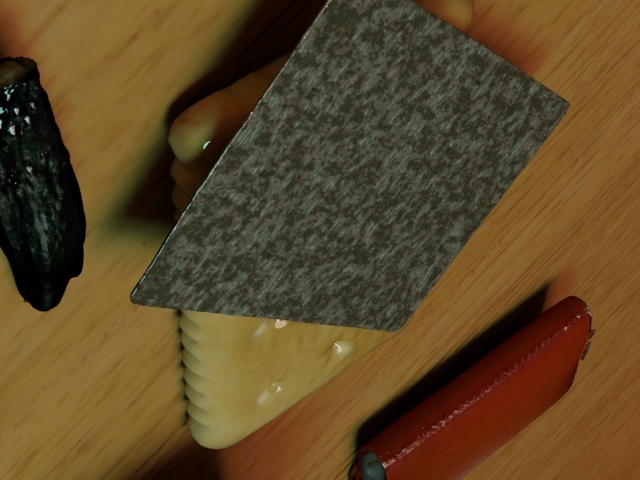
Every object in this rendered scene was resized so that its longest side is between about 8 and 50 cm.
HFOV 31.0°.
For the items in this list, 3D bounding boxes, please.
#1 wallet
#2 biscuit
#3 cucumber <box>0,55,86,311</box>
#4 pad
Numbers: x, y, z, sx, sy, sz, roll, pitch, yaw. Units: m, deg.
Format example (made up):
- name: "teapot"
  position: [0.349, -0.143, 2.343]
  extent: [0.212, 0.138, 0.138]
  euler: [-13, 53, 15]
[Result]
- name: "wallet"
  position: [0.112, 0.132, 0.865]
  extent: [0.204, 0.045, 0.142]
  euler: [-33, 151, -21]
- name: "biscuit"
  position: [0.000, 0.001, 0.559]
  extent: [0.160, 0.030, 0.249]
  euler: [-30, 148, -27]
- name: "cucumber"
  position: [-0.099, -0.015, 0.403]
  extent: [0.033, 0.034, 0.134]
  euler: [-39, 152, -23]
- name: "pad"
  position: [0.027, -0.023, 0.525]
  extent: [0.158, 0.003, 0.235]
  euler: [-54, 151, 14]
